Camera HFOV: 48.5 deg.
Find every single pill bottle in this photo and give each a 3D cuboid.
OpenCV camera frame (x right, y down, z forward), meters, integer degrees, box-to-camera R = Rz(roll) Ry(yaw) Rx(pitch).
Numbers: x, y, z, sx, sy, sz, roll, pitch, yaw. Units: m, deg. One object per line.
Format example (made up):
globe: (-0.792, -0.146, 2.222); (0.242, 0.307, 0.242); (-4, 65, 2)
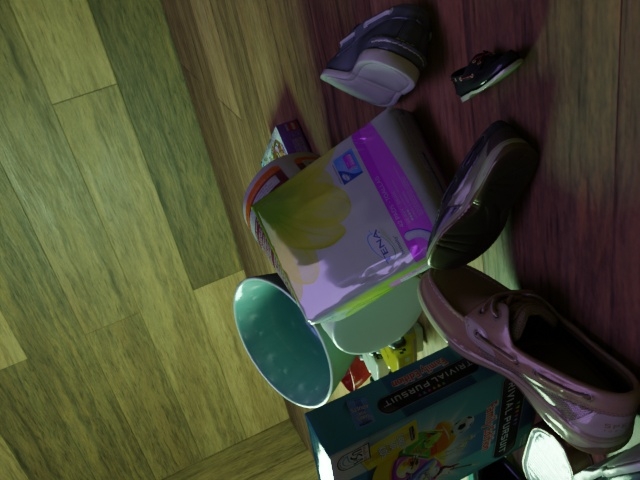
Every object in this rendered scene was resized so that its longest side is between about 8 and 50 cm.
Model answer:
pill bottle: (0.020, 0.017, 1.358); (0.392, 0.224, 0.224); (53, 160, 44)

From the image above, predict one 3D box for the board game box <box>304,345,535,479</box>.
board game box: (0.156, 0.275, 1.030); (0.079, 0.336, 0.253); (54, 161, 42)

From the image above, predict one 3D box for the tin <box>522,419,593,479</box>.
tin: (0.345, 0.333, 1.048); (0.189, 0.040, 0.106); (83, 163, -46)

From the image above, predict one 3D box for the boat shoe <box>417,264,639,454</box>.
boat shoe: (0.256, 0.111, 0.898); (0.341, 0.122, 0.110); (40, 147, 40)

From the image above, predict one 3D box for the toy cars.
toy cars: (0.147, 0.221, 1.493); (0.393, 0.087, 0.176); (118, 140, -76)

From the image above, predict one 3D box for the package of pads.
package of pads: (0.061, -0.026, 1.086); (0.297, 0.101, 0.229); (-32, 76, 29)

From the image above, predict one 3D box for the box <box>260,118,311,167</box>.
box: (-0.067, -0.151, 1.742); (0.200, 0.057, 0.293); (67, 165, 5)

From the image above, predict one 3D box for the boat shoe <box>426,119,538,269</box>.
boat shoe: (0.194, -0.053, 0.894); (0.223, 0.080, 0.073); (114, 154, -44)

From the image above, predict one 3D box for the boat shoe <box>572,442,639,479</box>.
boat shoe: (0.357, 0.278, 0.803); (0.254, 0.095, 0.079); (95, 151, -63)

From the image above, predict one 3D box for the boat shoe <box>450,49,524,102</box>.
boat shoe: (0.185, -0.192, 0.809); (0.042, 0.049, 0.133); (60, 170, -5)

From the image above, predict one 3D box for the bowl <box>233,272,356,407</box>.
bowl: (-0.029, 0.187, 1.537); (0.312, 0.163, 0.311); (30, 134, 37)

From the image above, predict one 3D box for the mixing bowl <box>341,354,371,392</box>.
mixing bowl: (0.082, 0.273, 1.758); (0.181, 0.098, 0.181); (57, 162, 31)

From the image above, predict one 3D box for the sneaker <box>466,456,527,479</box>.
sneaker: (0.333, 0.479, 1.160); (0.302, 0.108, 0.121); (57, 166, 39)

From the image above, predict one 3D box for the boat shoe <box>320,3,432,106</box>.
boat shoe: (0.083, -0.266, 1.038); (0.319, 0.116, 0.099); (-153, 85, -78)
